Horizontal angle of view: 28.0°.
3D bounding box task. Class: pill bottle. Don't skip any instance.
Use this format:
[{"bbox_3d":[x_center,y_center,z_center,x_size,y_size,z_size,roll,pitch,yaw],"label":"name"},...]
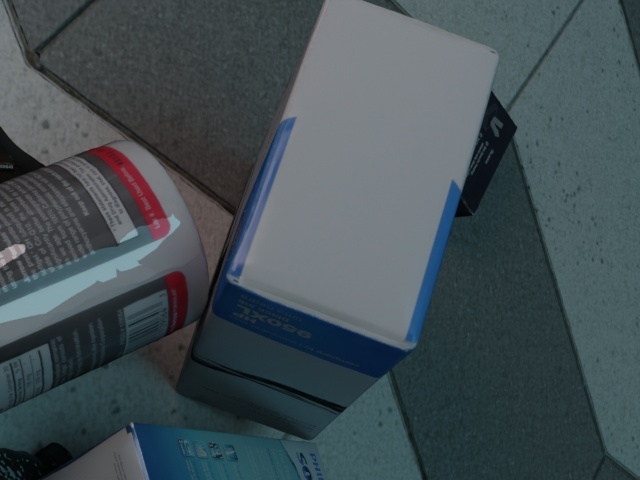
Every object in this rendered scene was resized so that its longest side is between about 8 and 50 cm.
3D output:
[{"bbox_3d":[-0.268,0.048,1.059,0.319,0.176,0.176,-24,103,-27],"label":"pill bottle"}]

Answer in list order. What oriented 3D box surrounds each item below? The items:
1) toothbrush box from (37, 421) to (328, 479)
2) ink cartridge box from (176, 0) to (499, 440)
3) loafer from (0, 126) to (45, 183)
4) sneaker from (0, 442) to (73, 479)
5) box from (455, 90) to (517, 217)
[{"bbox_3d":[-0.093,0.298,1.182,0.295,0.126,0.216,17,46,-55],"label":"toothbrush box"},{"bbox_3d":[0.000,0.000,1.206,0.166,0.395,0.285,20,67,-5],"label":"ink cartridge box"},{"bbox_3d":[-0.311,-0.065,1.125,0.220,0.080,0.078,41,58,-35],"label":"loafer"},{"bbox_3d":[-0.253,0.254,1.173,0.089,0.051,0.170,-32,103,-43],"label":"sneaker"},{"bbox_3d":[0.146,-0.134,1.590,0.158,0.093,0.156,50,53,-29],"label":"box"}]
